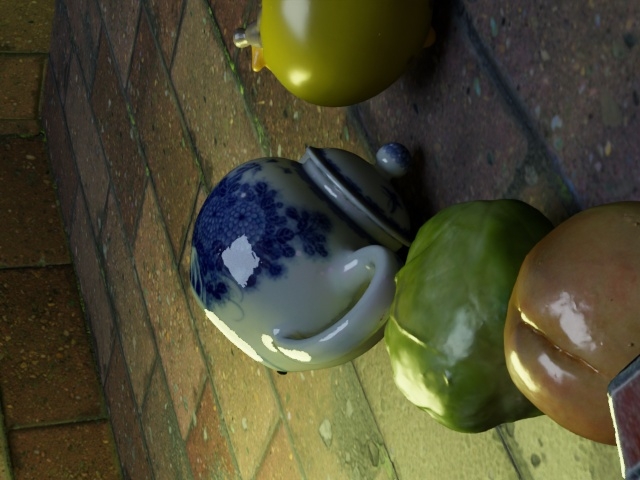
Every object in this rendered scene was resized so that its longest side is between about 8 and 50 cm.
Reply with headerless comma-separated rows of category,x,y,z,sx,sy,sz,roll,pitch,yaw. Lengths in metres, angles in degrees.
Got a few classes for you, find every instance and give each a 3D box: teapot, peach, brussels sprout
teapot,0.000,0.000,1.281,0.280,0.252,0.424,-47,23,9
peach,0.219,0.061,0.822,0.184,0.184,0.184,177,90,-67
brussels sprout,0.142,0.065,1.015,0.223,0.161,0.223,11,103,58

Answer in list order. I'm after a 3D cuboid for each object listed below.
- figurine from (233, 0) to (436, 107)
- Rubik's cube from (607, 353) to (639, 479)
figurine,0.003,-0.258,1.295,0.344,0.187,0.215,-156,77,-72
Rubik's cube,0.296,0.102,0.531,0.264,0.319,0.319,49,145,14
